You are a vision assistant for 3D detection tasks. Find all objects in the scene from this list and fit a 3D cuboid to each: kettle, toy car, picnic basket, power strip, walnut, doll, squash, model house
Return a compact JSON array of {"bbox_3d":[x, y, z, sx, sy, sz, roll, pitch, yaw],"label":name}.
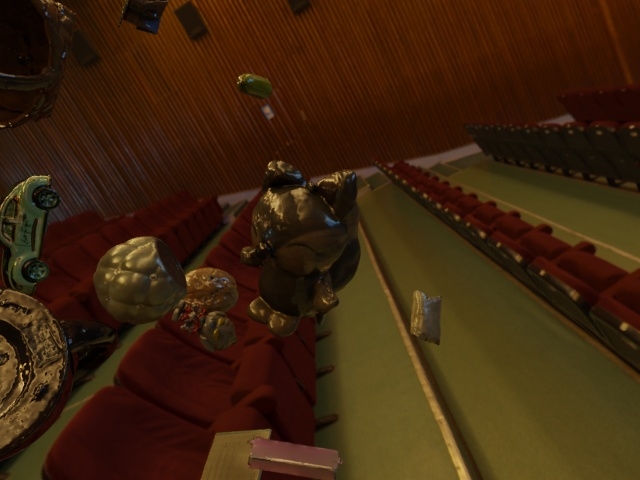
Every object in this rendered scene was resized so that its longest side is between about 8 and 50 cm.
[{"bbox_3d":[-0.425,0.193,0.626,0.268,0.207,0.290,-23,-14,-29],"label":"kettle"},{"bbox_3d":[-0.727,-0.017,1.070,0.125,0.306,0.136,13,-9,-43],"label":"toy car"},{"bbox_3d":[-0.685,-0.376,0.871,0.337,0.292,0.337,-57,20,33],"label":"picnic basket"},{"bbox_3d":[-0.076,0.636,1.287,0.278,0.038,0.109,8,5,3],"label":"power strip"},{"bbox_3d":[-0.447,0.203,1.751,0.244,0.198,0.198,1,4,-17],"label":"walnut"},{"bbox_3d":[-0.031,-0.012,1.027,0.252,0.383,0.379,17,23,9],"label":"doll"},{"bbox_3d":[-0.280,-0.634,1.794,0.095,0.095,0.188,-24,-2,22],"label":"squash"},{"bbox_3d":[-0.252,0.194,0.987,0.079,0.180,0.094,-16,46,41],"label":"doll"},{"bbox_3d":[-0.434,-0.588,1.096,0.167,0.088,0.117,-9,68,56],"label":"model house"}]

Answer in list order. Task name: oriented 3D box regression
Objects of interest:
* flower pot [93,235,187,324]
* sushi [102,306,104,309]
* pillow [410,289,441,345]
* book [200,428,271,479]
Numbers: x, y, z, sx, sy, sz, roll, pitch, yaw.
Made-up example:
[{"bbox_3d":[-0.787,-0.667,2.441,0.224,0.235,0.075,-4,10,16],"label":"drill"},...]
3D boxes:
[{"bbox_3d":[-0.498,0.113,1.226,0.195,0.246,0.246,-30,13,-3],"label":"flower pot"},{"bbox_3d":[-0.782,0.230,1.669,0.052,0.055,0.120,-1,4,-5],"label":"sushi"},{"bbox_3d":[0.376,0.277,1.581,0.077,0.134,0.182,-15,61,45],"label":"pillow"},{"bbox_3d":[-0.312,0.802,1.612,0.282,0.025,0.215,-18,40,32],"label":"book"}]
